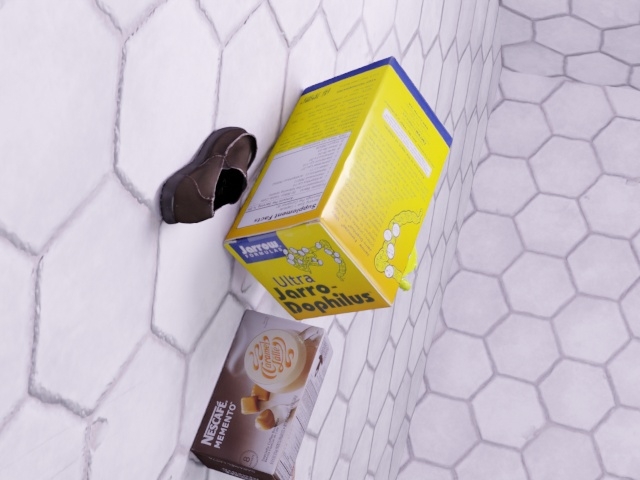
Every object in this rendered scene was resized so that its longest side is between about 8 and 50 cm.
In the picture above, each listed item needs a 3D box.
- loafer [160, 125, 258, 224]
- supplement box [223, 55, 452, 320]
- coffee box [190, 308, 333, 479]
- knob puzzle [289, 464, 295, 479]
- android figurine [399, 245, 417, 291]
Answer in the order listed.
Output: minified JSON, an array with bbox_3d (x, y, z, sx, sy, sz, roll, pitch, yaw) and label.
[{"bbox_3d":[-0.126,-0.078,1.217,0.220,0.078,0.080,-57,154,-51],"label":"loafer"},{"bbox_3d":[0.038,-0.080,1.450,0.195,0.194,0.356,49,48,-30],"label":"supplement box"},{"bbox_3d":[-0.088,0.250,1.480,0.098,0.141,0.246,73,34,-59],"label":"coffee box"},{"bbox_3d":[-0.077,0.500,1.895,0.213,0.030,0.213,12,90,-74],"label":"knob puzzle"},{"bbox_3d":[0.072,-0.020,1.662,0.056,0.273,0.248,-35,-158,36],"label":"android figurine"}]
